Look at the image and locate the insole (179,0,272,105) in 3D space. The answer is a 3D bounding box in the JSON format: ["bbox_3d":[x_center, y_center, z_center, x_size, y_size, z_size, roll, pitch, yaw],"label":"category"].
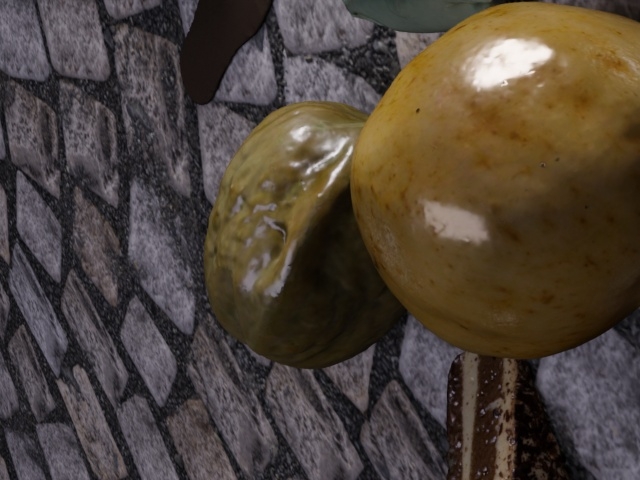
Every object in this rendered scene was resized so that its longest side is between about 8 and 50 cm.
[{"bbox_3d":[-0.113,-0.262,1.851,0.111,0.007,0.328,63,150,16],"label":"insole"}]

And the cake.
[{"bbox_3d":[0.204,0.231,1.584,0.112,0.135,0.246,-23,58,49],"label":"cake"}]

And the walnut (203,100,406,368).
[{"bbox_3d":[0.000,0.000,1.564,0.227,0.283,0.283,32,139,13],"label":"walnut"}]

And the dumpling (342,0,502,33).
[{"bbox_3d":[0.092,-0.257,1.406,0.217,0.105,0.149,18,123,55],"label":"dumpling"}]

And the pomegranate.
[{"bbox_3d":[0.163,-0.053,1.234,0.307,0.307,0.307,37,137,45],"label":"pomegranate"}]
